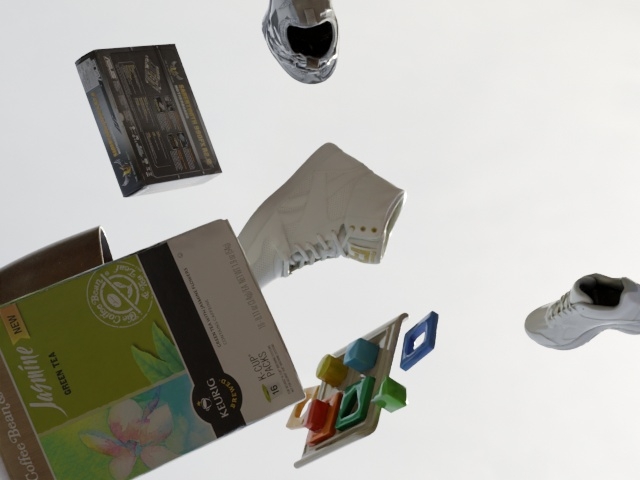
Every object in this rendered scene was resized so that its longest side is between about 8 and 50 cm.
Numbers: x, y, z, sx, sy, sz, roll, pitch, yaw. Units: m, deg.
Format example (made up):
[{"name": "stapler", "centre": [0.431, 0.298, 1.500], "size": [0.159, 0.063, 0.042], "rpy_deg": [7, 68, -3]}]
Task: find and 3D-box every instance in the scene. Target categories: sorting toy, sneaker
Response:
[{"name": "sorting toy", "centre": [0.029, 0.192, 2.000], "size": [0.047, 0.348, 0.196], "rpy_deg": [32, -125, -17]}, {"name": "sneaker", "centre": [0.391, 0.093, 2.278], "size": [0.115, 0.232, 0.090], "rpy_deg": [38, -132, -36]}, {"name": "sneaker", "centre": [0.000, 0.000, 2.131], "size": [0.169, 0.108, 0.292], "rpy_deg": [31, -117, 19]}, {"name": "sneaker", "centre": [-0.025, -0.266, 2.030], "size": [0.105, 0.281, 0.115], "rpy_deg": [-12, -111, 3]}]

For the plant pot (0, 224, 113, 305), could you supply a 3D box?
[{"name": "plant pot", "centre": [-0.407, 0.106, 2.219], "size": [0.230, 0.215, 0.215], "rpy_deg": [-12, -150, -4]}]

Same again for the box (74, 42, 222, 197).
[{"name": "box", "centre": [-0.268, -0.191, 2.400], "size": [0.056, 0.231, 0.183], "rpy_deg": [-25, 174, 38]}]

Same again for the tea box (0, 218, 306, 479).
[{"name": "tea box", "centre": [-0.247, 0.156, 1.664], "size": [0.323, 0.220, 0.329], "rpy_deg": [-24, 178, -26]}]
